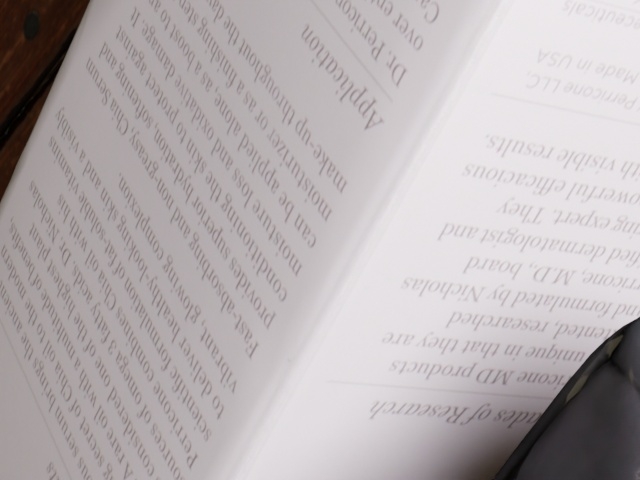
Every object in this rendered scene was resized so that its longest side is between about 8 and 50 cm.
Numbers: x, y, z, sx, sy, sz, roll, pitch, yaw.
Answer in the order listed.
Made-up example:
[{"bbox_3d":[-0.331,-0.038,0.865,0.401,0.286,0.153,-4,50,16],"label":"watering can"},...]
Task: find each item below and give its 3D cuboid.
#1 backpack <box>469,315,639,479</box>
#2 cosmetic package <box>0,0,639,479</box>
[{"bbox_3d":[0.177,0.240,0.542,0.355,0.273,0.290,45,109,38],"label":"backpack"},{"bbox_3d":[0.000,0.000,0.719,0.453,0.161,0.230,-61,40,27],"label":"cosmetic package"}]
